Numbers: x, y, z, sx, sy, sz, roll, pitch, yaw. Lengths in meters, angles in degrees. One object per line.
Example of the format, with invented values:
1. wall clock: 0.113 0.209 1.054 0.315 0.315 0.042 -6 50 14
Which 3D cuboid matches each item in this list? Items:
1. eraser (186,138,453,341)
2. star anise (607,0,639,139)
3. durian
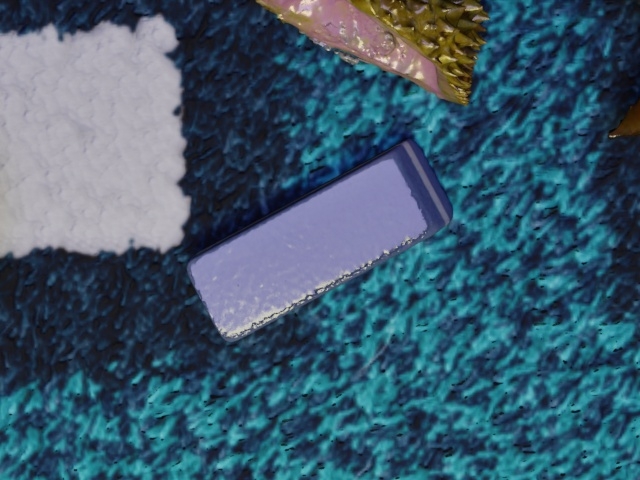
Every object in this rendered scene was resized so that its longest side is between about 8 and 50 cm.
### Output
1. eraser: 0.000 0.000 1.399 0.225 0.036 0.082 -29 97 3
2. star anise: 0.372 -0.131 1.338 0.346 0.148 0.237 34 118 -7
3. durian: 0.052 -0.190 1.344 0.182 0.165 0.132 48 128 17
